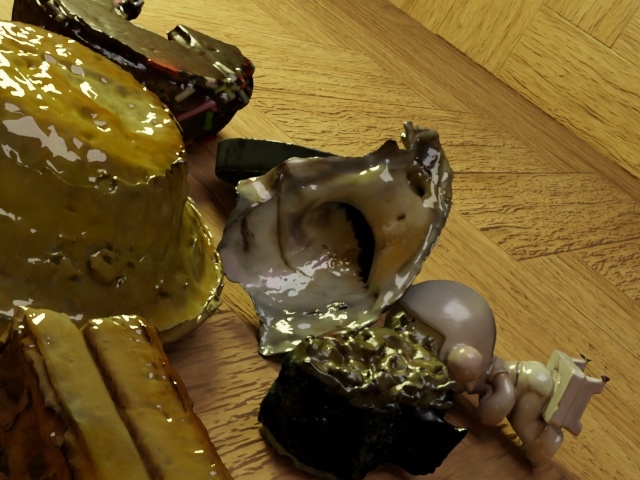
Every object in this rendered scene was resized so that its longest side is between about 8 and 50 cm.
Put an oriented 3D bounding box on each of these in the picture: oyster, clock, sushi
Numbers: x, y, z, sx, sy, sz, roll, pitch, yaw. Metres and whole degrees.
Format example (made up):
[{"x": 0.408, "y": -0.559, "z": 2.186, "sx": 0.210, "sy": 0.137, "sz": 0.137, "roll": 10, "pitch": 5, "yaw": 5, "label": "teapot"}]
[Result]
[{"x": 0.021, "y": -0.003, "z": 1.088, "sx": 0.271, "sy": 0.275, "sz": 0.100, "roll": 6, "pitch": -15, "yaw": -18, "label": "oyster"}, {"x": -0.029, "y": -0.081, "z": 1.266, "sx": 0.214, "sy": 0.042, "sz": 0.215, "roll": 12, "pitch": -6, "yaw": 1, "label": "clock"}, {"x": 0.051, "y": 0.148, "z": 0.931, "sx": 0.212, "sy": 0.115, "sz": 0.147, "roll": 4, "pitch": 34, "yaw": -50, "label": "sushi"}]

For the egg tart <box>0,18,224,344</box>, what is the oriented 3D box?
[{"x": -0.265, "y": -0.072, "z": 0.911, "sx": 0.443, "sy": 0.178, "sz": 0.443, "roll": 28, "pitch": 23, "yaw": -13, "label": "egg tart"}]

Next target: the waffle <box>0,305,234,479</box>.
[{"x": -0.109, "y": 0.201, "z": 0.489, "sx": 0.091, "sy": 0.213, "sz": 0.308, "roll": 10, "pitch": 31, "yaw": -38, "label": "waffle"}]

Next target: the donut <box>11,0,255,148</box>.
[{"x": -0.248, "y": -0.232, "z": 1.331, "sx": 0.345, "sy": 0.136, "sz": 0.259, "roll": 22, "pitch": 26, "yaw": -20, "label": "donut"}]

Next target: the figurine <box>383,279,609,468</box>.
[{"x": 0.172, "y": 0.125, "z": 1.104, "sx": 0.256, "sy": 0.145, "sz": 0.182, "roll": 29, "pitch": 25, "yaw": 4, "label": "figurine"}]
